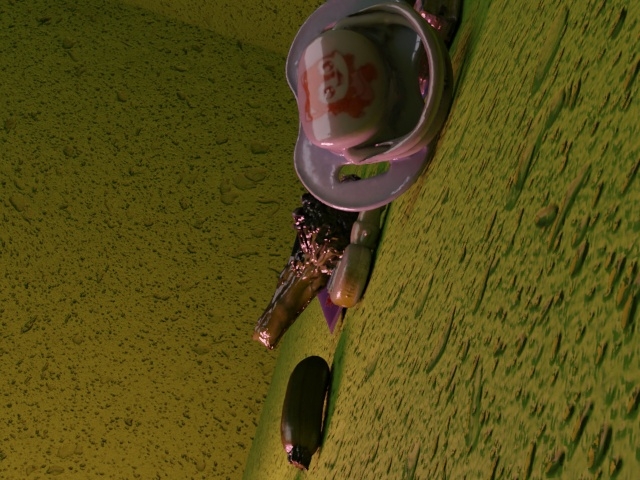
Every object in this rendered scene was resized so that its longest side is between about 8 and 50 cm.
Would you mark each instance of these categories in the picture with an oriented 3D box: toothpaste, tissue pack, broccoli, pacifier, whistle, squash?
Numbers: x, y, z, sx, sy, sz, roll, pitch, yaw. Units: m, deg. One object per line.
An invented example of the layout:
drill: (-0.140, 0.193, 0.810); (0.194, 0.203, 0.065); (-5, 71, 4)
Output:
toothpaste: (0.025, 0.069, 1.566); (0.371, 0.080, 0.125); (-118, 48, -74)
tissue pack: (0.157, -0.302, 1.199); (0.155, 0.065, 0.115); (111, 176, -45)
broccoli: (-0.033, 0.065, 1.405); (0.304, 0.146, 0.165); (-59, 8, 17)
pacifier: (0.083, -0.186, 1.085); (0.233, 0.244, 0.299); (9, -105, -63)
whistle: (0.058, 0.009, 1.260); (0.104, 0.057, 0.198); (156, 131, -85)
squash: (-0.024, 0.257, 1.254); (0.258, 0.069, 0.069); (-78, 6, -63)

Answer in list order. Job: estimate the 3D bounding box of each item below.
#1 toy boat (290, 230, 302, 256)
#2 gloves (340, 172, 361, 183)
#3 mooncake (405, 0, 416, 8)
toy boat: (0.000, -0.001, 1.864); (0.122, 0.114, 0.296); (101, -177, -50)
gloves: (0.063, -0.073, 1.561); (0.114, 0.070, 0.153); (-63, 12, 16)
mooncake: (0.111, -0.312, 1.422); (0.254, 0.136, 0.250); (-67, -2, -63)
